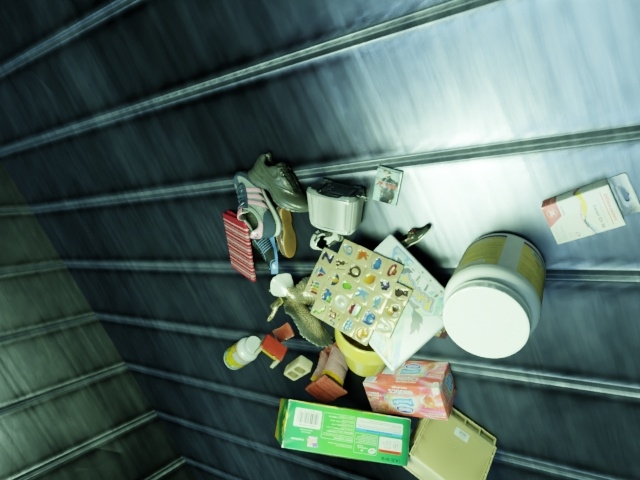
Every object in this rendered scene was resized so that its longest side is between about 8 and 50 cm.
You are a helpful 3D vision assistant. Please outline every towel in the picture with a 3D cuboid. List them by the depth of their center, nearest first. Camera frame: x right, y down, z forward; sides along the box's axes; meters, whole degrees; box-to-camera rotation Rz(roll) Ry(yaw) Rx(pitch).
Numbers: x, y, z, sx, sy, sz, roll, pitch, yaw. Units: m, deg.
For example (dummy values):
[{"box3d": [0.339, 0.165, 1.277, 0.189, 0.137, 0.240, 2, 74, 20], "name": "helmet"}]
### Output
[{"box3d": [-0.341, 0.021, 1.742, 0.198, 0.031, 0.275, 24, 126, 47], "name": "towel"}]

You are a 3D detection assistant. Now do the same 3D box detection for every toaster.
[{"box3d": [0.059, -0.114, 1.409, 0.226, 0.129, 0.147, 15, 123, 22], "name": "toaster"}]

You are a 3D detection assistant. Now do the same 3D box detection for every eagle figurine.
[{"box3d": [-0.048, 0.252, 1.619, 0.298, 0.225, 0.227, 19, 111, 36], "name": "eagle figurine"}]

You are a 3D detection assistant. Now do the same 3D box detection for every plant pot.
[{"box3d": [0.176, 0.368, 1.507, 0.253, 0.254, 0.239, 23, 138, 21], "name": "plant pot"}]

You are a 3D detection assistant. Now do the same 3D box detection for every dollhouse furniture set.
[{"box3d": [-0.050, 0.457, 1.646, 0.374, 0.201, 0.152, 38, 129, -9], "name": "dollhouse furniture set"}]

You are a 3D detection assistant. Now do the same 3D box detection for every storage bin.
[{"box3d": [0.467, 0.767, 1.496, 0.262, 0.260, 0.123, 34, 143, 15], "name": "storage bin"}]

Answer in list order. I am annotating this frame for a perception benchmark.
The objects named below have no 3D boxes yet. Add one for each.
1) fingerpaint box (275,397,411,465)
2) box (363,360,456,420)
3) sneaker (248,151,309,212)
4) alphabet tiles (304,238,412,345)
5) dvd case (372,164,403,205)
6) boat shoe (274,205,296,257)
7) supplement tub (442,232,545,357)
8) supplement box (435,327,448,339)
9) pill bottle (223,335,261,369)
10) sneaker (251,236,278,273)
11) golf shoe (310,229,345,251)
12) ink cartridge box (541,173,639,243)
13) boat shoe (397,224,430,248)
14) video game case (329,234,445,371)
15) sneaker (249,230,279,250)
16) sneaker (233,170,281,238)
[{"box3d": [0.065, 0.721, 1.563, 0.444, 0.163, 0.371, 12, 158, -6], "name": "fingerpaint box"}, {"box3d": [0.335, 0.551, 1.538, 0.299, 0.154, 0.142, -9, 108, 33], "name": "box"}, {"box3d": [-0.139, -0.212, 1.502, 0.286, 0.109, 0.130, 38, 121, 9], "name": "sneaker"}, {"box3d": [0.117, 0.167, 1.363, 0.342, 0.011, 0.285, 26, 92, 26], "name": "alphabet tiles"}, {"box3d": [0.220, -0.180, 1.347, 0.087, 0.013, 0.120, 21, 121, 23], "name": "dvd case"}, {"box3d": [-0.147, -0.035, 1.612, 0.073, 0.073, 0.207, 5, 107, 38], "name": "boat shoe"}, {"box3d": [0.481, 0.142, 1.135, 0.240, 0.331, 0.241, 14, 119, 26], "name": "supplement tub"}, {"box3d": [0.352, 0.249, 1.390, 0.188, 0.081, 0.104, 17, 122, 1], "name": "supplement box"}, {"box3d": [-0.375, 0.543, 1.997, 0.118, 0.117, 0.208, 52, 129, 1], "name": "pill bottle"}, {"box3d": [-0.222, 0.026, 1.619, 0.081, 0.090, 0.233, 109, 150, -71], "name": "sneaker"}, {"box3d": [0.000, 0.000, 1.502, 0.077, 0.093, 0.198, 60, 146, -1], "name": "golf shoe"}, {"box3d": [0.699, -0.080, 1.061, 0.198, 0.067, 0.115, -25, 98, 37], "name": "ink cartridge box"}, {"box3d": [0.304, -0.014, 1.350, 0.042, 0.049, 0.133, 47, 133, -6], "name": "boat shoe"}, {"box3d": [0.233, 0.197, 1.329, 0.300, 0.036, 0.329, -46, 67, 11], "name": "video game case"}, {"box3d": [-0.243, 0.004, 1.694, 0.152, 0.061, 0.054, 33, 127, 16], "name": "sneaker"}, {"box3d": [-0.274, -0.141, 1.564, 0.319, 0.131, 0.112, 54, 136, 22], "name": "sneaker"}]
